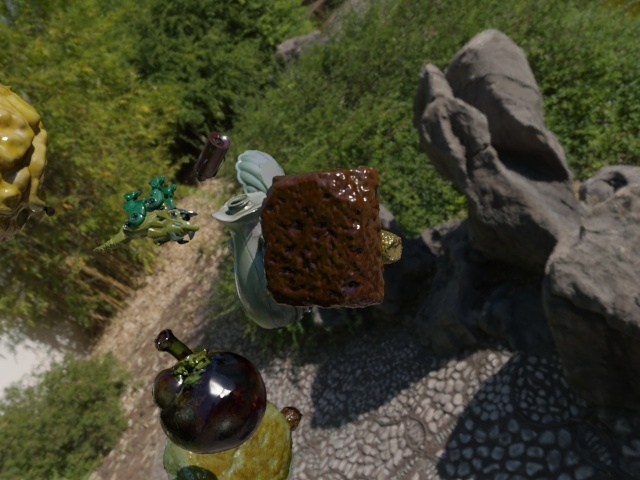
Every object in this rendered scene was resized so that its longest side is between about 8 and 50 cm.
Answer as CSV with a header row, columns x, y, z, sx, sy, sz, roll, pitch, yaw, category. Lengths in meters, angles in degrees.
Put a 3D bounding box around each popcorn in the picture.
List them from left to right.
x,y,z,sx,sy,sz,roll,pitch,yaw,category
-0.702,-0.148,1.126,0.349,0.381,0.349,-13,73,49,popcorn

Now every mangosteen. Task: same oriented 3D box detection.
x,y,z,sx,sy,sz,roll,pitch,yaw,category
-0.243,0.306,1.242,0.231,0.289,0.231,-19,23,8,mangosteen

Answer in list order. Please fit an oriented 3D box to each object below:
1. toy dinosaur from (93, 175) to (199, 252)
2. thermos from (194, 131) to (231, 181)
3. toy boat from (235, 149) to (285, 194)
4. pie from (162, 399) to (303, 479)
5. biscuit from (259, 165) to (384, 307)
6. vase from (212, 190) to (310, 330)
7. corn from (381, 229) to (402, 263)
x,y,z,sx,sy,sz,roll,pitch,yaw,category
-0.402,-0.044,1.344,0.259,0.094,0.153,-16,71,8,toy dinosaur
-0.450,-0.321,2.396,0.232,0.099,0.124,-53,6,38,thermos
-0.202,-0.223,2.238,0.199,0.290,0.100,-20,-4,-42,toy boat
-0.266,0.578,1.704,0.180,0.418,0.395,-33,32,39,pie
0.000,0.000,1.662,0.342,0.395,0.166,-2,7,31,biscuit
-0.195,0.063,1.942,0.249,0.445,0.250,-15,25,7,vase
0.119,0.000,2.028,0.344,0.131,0.131,15,62,39,corn
